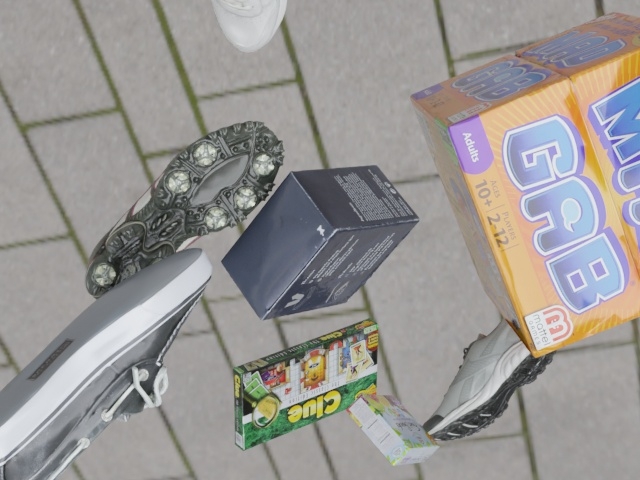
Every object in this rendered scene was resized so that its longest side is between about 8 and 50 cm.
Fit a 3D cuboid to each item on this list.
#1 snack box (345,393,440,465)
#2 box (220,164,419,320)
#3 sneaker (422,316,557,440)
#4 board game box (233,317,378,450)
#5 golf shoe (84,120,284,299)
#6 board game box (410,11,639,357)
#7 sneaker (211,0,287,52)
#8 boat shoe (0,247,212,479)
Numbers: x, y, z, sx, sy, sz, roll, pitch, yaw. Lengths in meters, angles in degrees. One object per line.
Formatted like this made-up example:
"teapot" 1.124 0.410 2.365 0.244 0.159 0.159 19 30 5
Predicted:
"snack box" 0.100 0.257 1.743 0.037 0.100 0.141 -45 160 11
"box" 0.000 0.000 1.452 0.158 0.093 0.156 -8 146 -50
"sneaker" 0.258 0.222 2.054 0.271 0.108 0.100 -48 146 17
"board game box" -0.019 0.218 1.955 0.260 0.030 0.136 -18 122 -33
"golf shoe" -0.162 -0.039 1.438 0.273 0.120 0.105 -42 111 -4
"board game box" 0.380 -0.098 1.899 0.356 0.356 0.356 -22 104 1
"sneaker" -0.121 -0.355 1.615 0.114 0.152 0.305 20 139 20
"boat shoe" -0.205 0.133 1.246 0.113 0.306 0.105 -5 126 54
